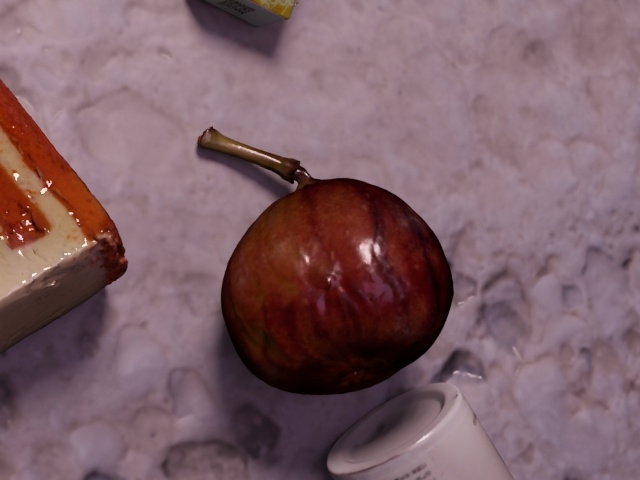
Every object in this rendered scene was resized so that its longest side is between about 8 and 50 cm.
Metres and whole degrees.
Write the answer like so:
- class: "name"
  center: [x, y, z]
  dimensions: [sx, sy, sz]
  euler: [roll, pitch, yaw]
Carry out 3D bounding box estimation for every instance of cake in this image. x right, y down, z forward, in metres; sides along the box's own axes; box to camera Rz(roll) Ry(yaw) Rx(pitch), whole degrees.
- class: "cake"
  center: [-0.280, -0.039, 1.139]
  dimensions: [0.158, 0.160, 0.262]
  euler: [-35, 101, -17]

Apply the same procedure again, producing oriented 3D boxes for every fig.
- class: "fig"
  center: [0.009, 0.011, 1.271]
  dimensions: [0.186, 0.204, 0.249]
  euler: [40, 33, -49]

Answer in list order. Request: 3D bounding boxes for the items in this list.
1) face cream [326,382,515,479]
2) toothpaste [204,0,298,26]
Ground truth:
- class: "face cream"
  center: [0.158, 0.321, 1.333]
  dimensions: [0.145, 0.145, 0.369]
  euler: [-37, 104, -20]
- class: "toothpaste"
  center: [-0.029, -0.356, 1.309]
  dimensions: [0.089, 0.071, 0.312]
  euler: [23, 79, -26]
